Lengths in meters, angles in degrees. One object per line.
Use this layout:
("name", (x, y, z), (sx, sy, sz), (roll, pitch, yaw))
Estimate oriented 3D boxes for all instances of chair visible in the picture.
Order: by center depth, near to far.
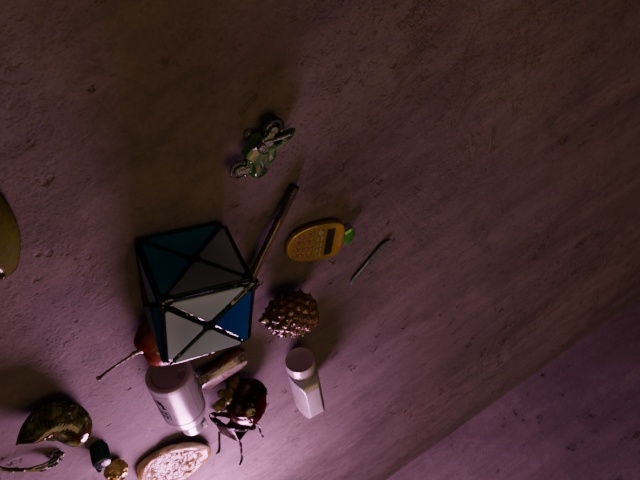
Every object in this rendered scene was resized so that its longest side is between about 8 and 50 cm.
("chair", (-0.313, 0.684, 2.011), (0.149, 0.174, 0.213), (-49, 143, -42))

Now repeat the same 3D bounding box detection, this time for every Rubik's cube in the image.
("Rubik's cube", (-0.326, 0.135, 1.448), (0.246, 0.248, 0.250), (-14, 134, -25))

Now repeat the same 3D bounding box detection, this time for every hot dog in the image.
("hot dog", (-0.328, 0.433, 1.857), (0.191, 0.059, 0.108), (-31, 152, -12))

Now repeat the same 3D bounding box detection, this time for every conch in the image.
("conch", (-0.762, 0.536, 1.610), (0.187, 0.124, 0.181), (-16, 149, 11))

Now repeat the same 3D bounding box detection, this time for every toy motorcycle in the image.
("toy motorcycle", (-0.146, -0.222, 1.386), (0.190, 0.074, 0.106), (-49, 147, 12))

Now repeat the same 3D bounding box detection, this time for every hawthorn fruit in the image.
("hawthorn fruit", (-0.487, 0.306, 1.547), (0.285, 0.165, 0.165), (-29, 139, -21))

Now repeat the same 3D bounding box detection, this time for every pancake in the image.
("pancake", (-0.547, 0.837, 2.081), (0.282, 0.049, 0.283), (-17, 135, -17))

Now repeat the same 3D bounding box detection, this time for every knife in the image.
("knife", (0.169, 0.072, 1.906), (0.028, 0.015, 0.210), (26, 109, -38))

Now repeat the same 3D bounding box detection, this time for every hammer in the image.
("hammer", (-0.150, 0.004, 1.585), (0.366, 0.043, 0.111), (-63, 173, 18))

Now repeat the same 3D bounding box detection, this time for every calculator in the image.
("calculator", (0.000, 0.000, 1.712), (0.234, 0.032, 0.146), (-11, 133, -25))

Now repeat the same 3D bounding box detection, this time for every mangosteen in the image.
("mangosteen", (-0.274, 0.557, 1.942), (0.180, 0.166, 0.166), (22, 117, -10))

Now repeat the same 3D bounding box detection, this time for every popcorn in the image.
("popcorn", (-0.704, 0.795, 1.911), (0.082, 0.083, 0.057), (-39, 172, -31))

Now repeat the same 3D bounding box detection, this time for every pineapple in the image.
("pineapple", (-0.108, 0.237, 1.758), (0.193, 0.166, 0.166), (-7, 130, -29))

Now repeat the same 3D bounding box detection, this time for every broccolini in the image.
("broccolini", (-0.893, 0.693, 1.708), (0.194, 0.052, 0.054), (2, 121, -36))

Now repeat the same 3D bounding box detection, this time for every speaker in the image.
("speaker", (-0.723, 0.718, 1.828), (0.060, 0.075, 0.095), (-17, 135, -20))

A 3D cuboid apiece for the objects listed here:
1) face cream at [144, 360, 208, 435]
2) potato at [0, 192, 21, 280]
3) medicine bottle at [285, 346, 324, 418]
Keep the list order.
("face cream", (-0.448, 0.533, 1.797), (0.145, 0.145, 0.370), (-22, 135, -17))
("potato", (-0.752, -0.024, 1.118), (0.269, 0.112, 0.255), (-4, 128, -34))
("medicine bottle", (-0.058, 0.521, 2.045), (0.111, 0.161, 0.296), (-25, 136, -15))
